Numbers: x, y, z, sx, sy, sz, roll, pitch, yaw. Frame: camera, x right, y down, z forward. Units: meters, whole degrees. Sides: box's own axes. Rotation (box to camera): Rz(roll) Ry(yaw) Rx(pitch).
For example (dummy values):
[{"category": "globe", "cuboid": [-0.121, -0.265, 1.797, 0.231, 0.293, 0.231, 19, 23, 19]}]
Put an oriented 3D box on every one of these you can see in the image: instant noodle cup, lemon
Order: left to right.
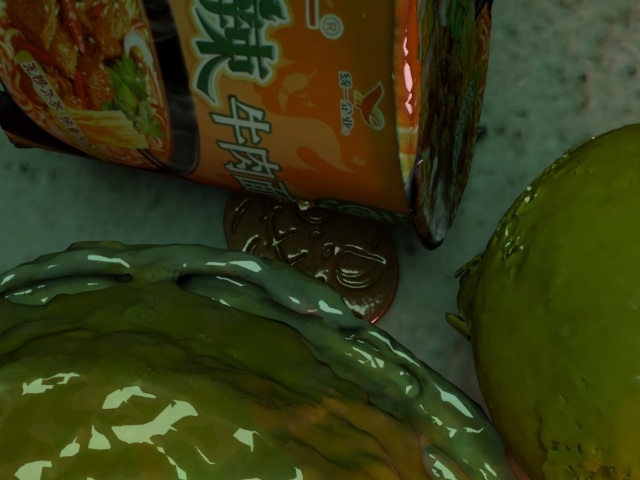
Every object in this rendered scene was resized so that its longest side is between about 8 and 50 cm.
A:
[{"category": "instant noodle cup", "cuboid": [-0.029, -0.117, 0.579, 0.182, 0.230, 0.230, 5, 73, 12]}, {"category": "lemon", "cuboid": [0.146, 0.035, 0.547, 0.206, 0.173, 0.173, 5, 73, 24]}]

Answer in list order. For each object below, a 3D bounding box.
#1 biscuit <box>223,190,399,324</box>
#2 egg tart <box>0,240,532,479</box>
[{"category": "biscuit", "cuboid": [0.000, 0.000, 0.640, 0.078, 0.015, 0.091, -32, 76, -8]}, {"category": "egg tart", "cuboid": [-0.082, 0.170, 0.521, 0.388, 0.169, 0.388, -1, 69, 2]}]
